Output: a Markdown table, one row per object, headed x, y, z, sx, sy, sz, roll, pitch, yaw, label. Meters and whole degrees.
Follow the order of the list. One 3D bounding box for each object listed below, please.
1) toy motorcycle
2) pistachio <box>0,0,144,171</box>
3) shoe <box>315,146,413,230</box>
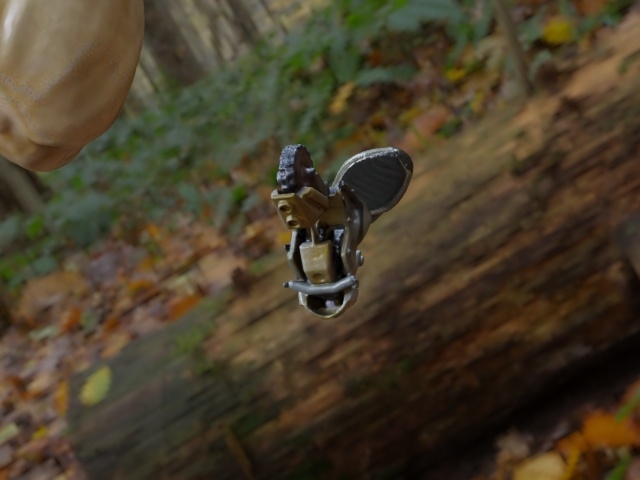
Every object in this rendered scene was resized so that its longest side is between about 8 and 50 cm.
| x | y | z | sx | sy | sz | roll | pitch | yaw | label |
| --- | --- | --- | --- | --- | --- | --- | --- | --- | --- |
| -0.001 | 0.000 | 1.751 | 0.094 | 0.229 | 0.130 | -2 | 54 | 21 | toy motorcycle |
| -0.192 | -0.164 | 1.114 | 0.157 | 0.157 | 0.229 | -23 | 53 | 51 | pistachio |
| 0.075 | -0.080 | 2.400 | 0.227 | 0.099 | 0.112 | -44 | -5 | 41 | shoe |
